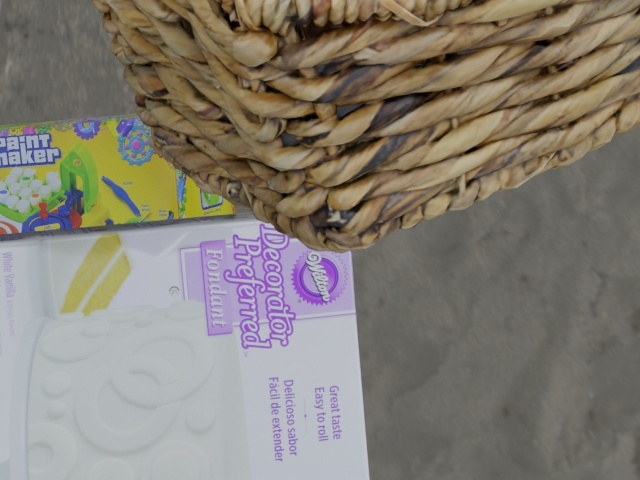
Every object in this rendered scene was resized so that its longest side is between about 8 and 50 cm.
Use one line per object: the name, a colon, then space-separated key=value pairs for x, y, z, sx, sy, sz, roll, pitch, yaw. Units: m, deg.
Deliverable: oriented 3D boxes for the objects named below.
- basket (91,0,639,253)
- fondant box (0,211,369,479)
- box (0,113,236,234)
basket: x=0.053 y=-0.165 z=0.614 sx=0.299 sy=0.213 sz=0.223 roll=-31 pitch=122 yaw=-19
fondant box: x=-0.135 y=0.104 z=1.283 sx=0.330 sy=0.096 sz=0.238 roll=-6 pitch=94 yaw=-14
box: x=-0.259 y=-0.004 z=1.762 sx=0.290 sy=0.177 sz=0.279 roll=-2 pitch=97 yaw=19
